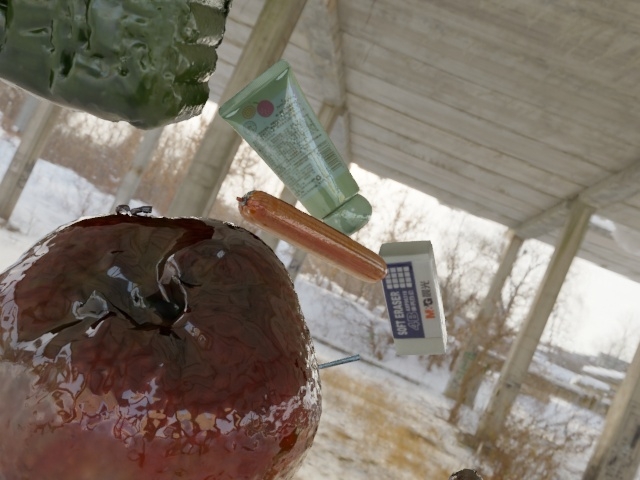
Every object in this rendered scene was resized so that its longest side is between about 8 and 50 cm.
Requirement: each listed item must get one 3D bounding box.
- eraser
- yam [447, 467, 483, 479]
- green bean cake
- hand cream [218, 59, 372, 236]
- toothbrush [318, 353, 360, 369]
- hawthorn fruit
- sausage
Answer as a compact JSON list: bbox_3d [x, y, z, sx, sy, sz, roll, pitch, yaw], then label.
[{"bbox_3d":[0.218,0.138,1.507,0.124,0.278,0.081,-5,28,17],"label":"eraser"},{"bbox_3d":[0.281,0.520,1.277,0.079,0.079,0.141,23,19,15],"label":"yam"},{"bbox_3d":[-0.299,-0.342,0.891,0.320,0.334,0.218,13,18,5],"label":"green bean cake"},{"bbox_3d":[-0.029,-0.139,1.085,0.305,0.147,0.093,54,13,-8],"label":"hand cream"},{"bbox_3d":[-0.009,0.303,1.540,0.220,0.019,0.016,-11,-6,-9],"label":"toothbrush"},{"bbox_3d":[-0.157,0.153,0.550,0.285,0.368,0.284,17,32,-11],"label":"hawthorn fruit"},{"bbox_3d":[0.000,0.000,0.973,0.053,0.053,0.348,20,-6,45],"label":"sausage"}]
